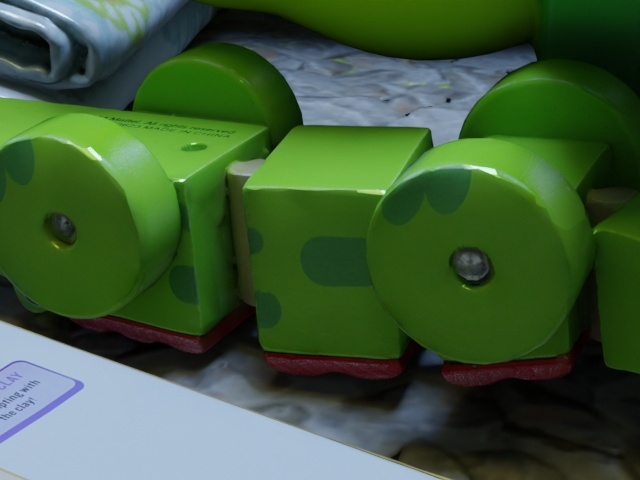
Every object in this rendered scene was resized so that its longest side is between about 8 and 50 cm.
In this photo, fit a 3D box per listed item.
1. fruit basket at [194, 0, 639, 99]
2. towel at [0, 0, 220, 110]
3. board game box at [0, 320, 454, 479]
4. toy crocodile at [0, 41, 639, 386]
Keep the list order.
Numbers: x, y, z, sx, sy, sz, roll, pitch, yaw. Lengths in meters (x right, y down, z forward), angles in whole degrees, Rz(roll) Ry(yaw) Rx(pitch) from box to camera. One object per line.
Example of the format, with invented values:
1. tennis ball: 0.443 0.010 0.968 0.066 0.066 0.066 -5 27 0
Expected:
1. fruit basket: 0.108 -0.169 0.575 0.392 0.283 0.392 27 -9 4
2. towel: -0.206 -0.177 0.831 0.320 0.090 0.374 23 28 2
3. board game box: -0.150 0.090 0.365 0.316 0.064 0.242 17 30 30
4. toy crocodile: 0.000 0.000 0.538 0.340 0.105 0.115 6 24 22
